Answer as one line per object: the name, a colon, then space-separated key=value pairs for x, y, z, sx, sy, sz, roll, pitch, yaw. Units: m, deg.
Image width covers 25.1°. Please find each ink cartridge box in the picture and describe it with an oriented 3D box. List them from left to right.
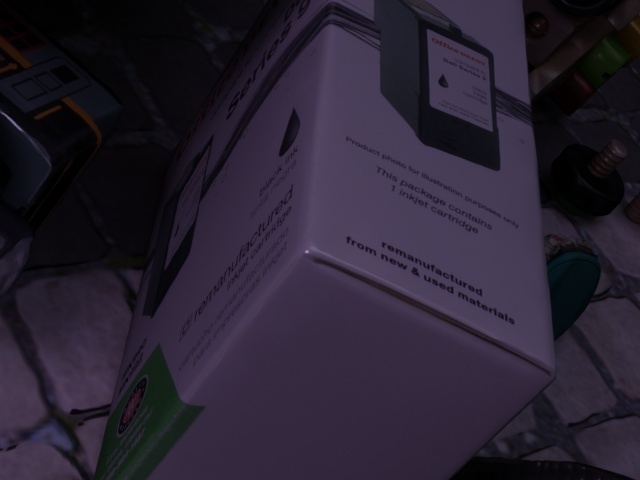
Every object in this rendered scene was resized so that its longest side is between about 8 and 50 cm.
ink cartridge box: x=0.000 y=0.000 z=0.701 sx=0.121 sy=0.211 sz=0.289 roll=26 pitch=37 yaw=-17

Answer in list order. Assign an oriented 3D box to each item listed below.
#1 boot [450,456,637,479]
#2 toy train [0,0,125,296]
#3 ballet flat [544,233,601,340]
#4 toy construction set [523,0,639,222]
boot: x=0.144 y=0.139 z=0.685 sx=0.161 sy=0.246 sz=0.083 roll=5 pitch=91 yaw=-34
toy train: x=-0.247 y=-0.100 z=0.661 sx=0.334 sy=0.142 sz=0.190 roll=40 pitch=23 yaw=3
ballet flat: x=0.094 y=0.039 z=0.857 sx=0.077 sy=0.091 sz=0.241 roll=28 pitch=27 yaw=22
toy construction set: x=0.162 y=-0.198 z=1.033 sx=0.257 sy=0.237 sz=0.309 roll=-2 pitch=53 yaw=-43
